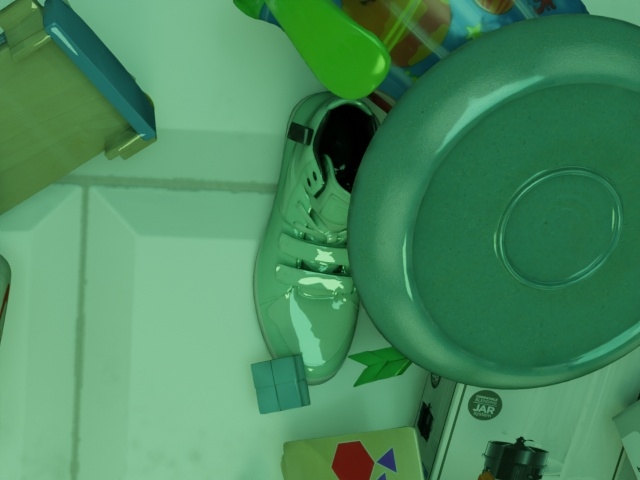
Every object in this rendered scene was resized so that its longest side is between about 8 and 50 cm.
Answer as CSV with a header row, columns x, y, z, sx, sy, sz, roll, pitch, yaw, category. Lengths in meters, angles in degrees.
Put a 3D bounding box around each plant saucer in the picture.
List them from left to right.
x,y,z,sx,sy,sz,roll,pitch,yaw,category
0.177,-0.015,1.284,0.317,0.044,0.318,-7,118,-13,plant saucer

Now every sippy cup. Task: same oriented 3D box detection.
x,y,z,sx,sy,sz,roll,pitch,yaw,category
0.085,-0.200,1.349,0.305,0.240,0.224,-43,89,-19,sippy cup

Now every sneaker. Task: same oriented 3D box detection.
x,y,z,sx,sy,sz,roll,pitch,yaw,category
0.000,-0.001,1.409,0.094,0.151,0.256,3,91,-9,sneaker

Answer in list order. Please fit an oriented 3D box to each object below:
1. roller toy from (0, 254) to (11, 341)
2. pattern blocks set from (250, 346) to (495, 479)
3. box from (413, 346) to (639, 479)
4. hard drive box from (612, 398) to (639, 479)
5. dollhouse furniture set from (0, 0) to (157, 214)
x,y,z,sx,sy,sz,roll,pitch,yaw,category
-0.336,0.092,1.349,0.146,0.209,0.191,11,50,-7,roller toy
0.040,0.248,1.391,0.285,0.026,0.325,-2,92,34,pattern blocks set
0.188,0.098,1.420,0.169,0.087,0.290,13,105,-12,box
0.367,0.221,1.388,0.089,0.181,0.232,-38,140,27,hard drive box
-0.329,-0.149,1.413,0.286,0.198,0.303,-32,126,15,dollhouse furniture set
